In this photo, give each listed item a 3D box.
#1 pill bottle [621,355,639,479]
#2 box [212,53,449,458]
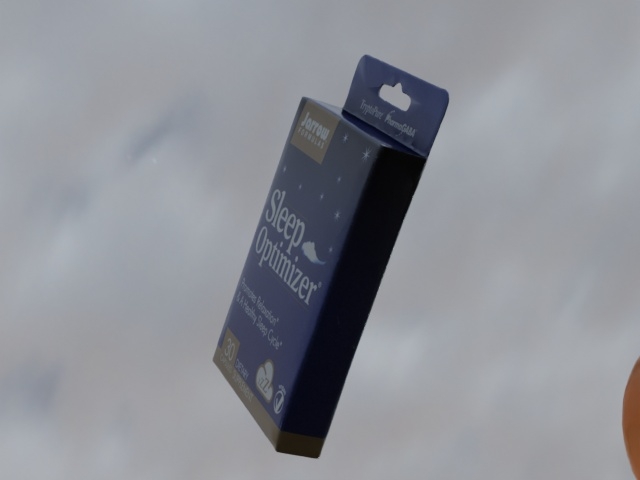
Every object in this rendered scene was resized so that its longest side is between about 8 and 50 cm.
[{"bbox_3d":[0.203,0.047,0.403,0.131,0.130,0.246,-3,-13,-26],"label":"pill bottle"},{"bbox_3d":[0.000,0.000,0.773,0.037,0.136,0.225,16,-79,-25],"label":"box"}]
